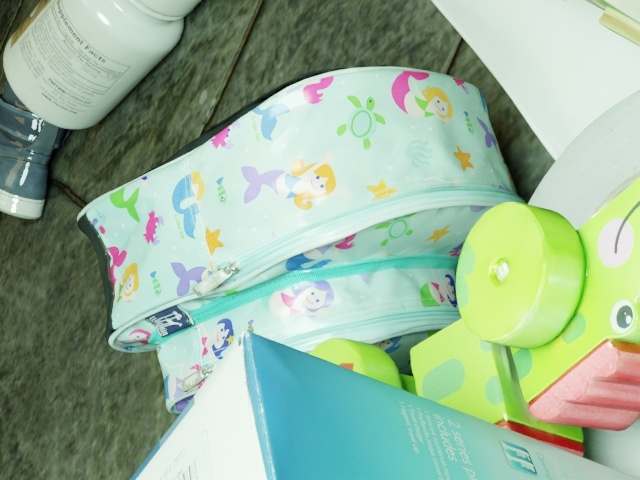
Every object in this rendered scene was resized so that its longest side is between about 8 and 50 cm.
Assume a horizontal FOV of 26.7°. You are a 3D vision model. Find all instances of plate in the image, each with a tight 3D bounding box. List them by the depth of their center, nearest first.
[{"bbox_3d":[0.200,-0.208,0.845,0.278,0.045,0.277,-54,34,21],"label":"plate"}]

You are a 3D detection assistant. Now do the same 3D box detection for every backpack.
[{"bbox_3d":[0.000,0.000,0.854,0.253,0.225,0.191,-35,67,34],"label":"backpack"}]

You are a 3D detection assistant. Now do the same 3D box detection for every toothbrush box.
[{"bbox_3d":[0.042,0.194,0.592,0.216,0.295,0.126,-53,29,28],"label":"toothbrush box"}]

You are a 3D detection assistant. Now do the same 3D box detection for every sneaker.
[{"bbox_3d":[-0.363,-0.135,1.563,0.226,0.086,0.163,29,106,48],"label":"sneaker"}]

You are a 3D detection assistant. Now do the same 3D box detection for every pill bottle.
[{"bbox_3d":[-0.215,-0.225,1.375,0.229,0.131,0.131,-37,44,38],"label":"pill bottle"}]

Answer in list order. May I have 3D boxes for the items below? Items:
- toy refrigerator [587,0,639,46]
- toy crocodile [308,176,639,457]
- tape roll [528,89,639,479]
[{"bbox_3d":[0.143,-0.192,0.783,0.094,0.102,0.269,-60,34,12],"label":"toy refrigerator"},{"bbox_3d":[0.091,0.072,0.643,0.340,0.115,0.105,-42,46,38],"label":"toy crocodile"},{"bbox_3d":[0.192,0.025,0.693,0.219,0.072,0.219,-33,45,41],"label":"tape roll"}]
